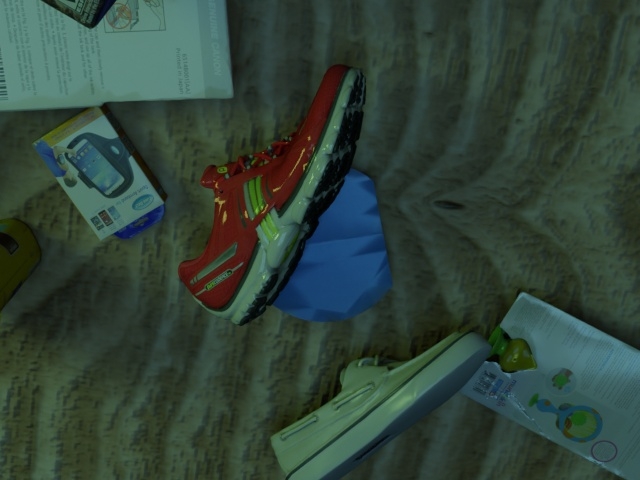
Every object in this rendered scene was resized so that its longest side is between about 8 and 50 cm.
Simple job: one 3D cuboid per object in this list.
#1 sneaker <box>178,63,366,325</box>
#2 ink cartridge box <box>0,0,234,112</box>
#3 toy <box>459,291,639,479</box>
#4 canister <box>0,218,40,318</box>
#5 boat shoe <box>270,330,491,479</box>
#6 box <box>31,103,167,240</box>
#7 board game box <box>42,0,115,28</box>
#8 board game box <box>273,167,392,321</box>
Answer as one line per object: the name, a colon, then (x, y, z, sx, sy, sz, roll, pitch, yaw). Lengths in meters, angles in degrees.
sneaker: (-0.053, -0.052, 0.890, 0.118, 0.107, 0.279, 32, 102, 8)
ink cartridge box: (-0.216, -0.272, 0.853, 0.261, 0.066, 0.296, -2, 109, 0)
toy: (0.286, 0.155, 1.006, 0.237, 0.056, 0.137, 26, 111, -3)
canister: (-0.353, 0.045, 0.906, 0.126, 0.170, 0.073, -20, 108, 7)
boat shoe: (0.057, 0.167, 0.994, 0.267, 0.096, 0.088, -42, 66, 19)
box: (-0.218, -0.064, 0.945, 0.081, 0.028, 0.136, -30, 105, 9)
board game box: (-0.233, -0.342, 0.673, 0.291, 0.141, 0.232, 29, 136, -9)
board game box: (0.000, 0.000, 0.966, 0.133, 0.033, 0.169, -10, 103, 8)
